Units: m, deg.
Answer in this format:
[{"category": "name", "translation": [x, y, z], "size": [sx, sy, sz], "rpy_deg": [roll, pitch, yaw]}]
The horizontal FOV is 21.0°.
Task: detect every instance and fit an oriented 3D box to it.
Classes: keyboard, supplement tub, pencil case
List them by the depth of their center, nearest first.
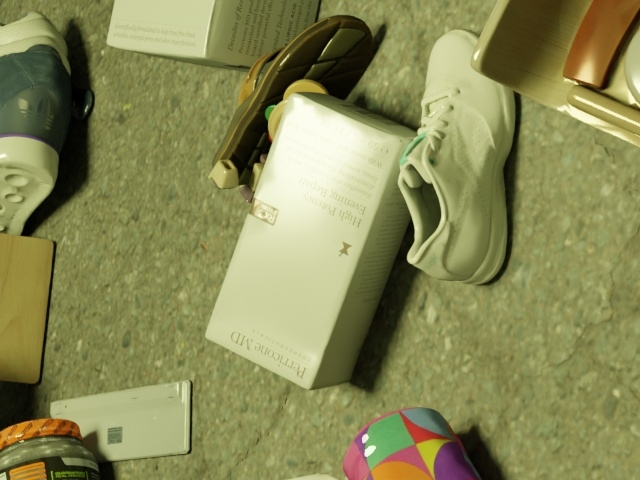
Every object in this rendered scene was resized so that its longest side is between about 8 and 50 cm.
[{"category": "pencil case", "translation": [0.104, 0.238, 1.317], "size": [0.104, 0.104, 0.236], "rpy_deg": [-54, 47, 29]}, {"category": "supplement tub", "translation": [-0.274, 0.284, 1.749], "size": [0.117, 0.117, 0.190], "rpy_deg": [-36, 57, 41]}, {"category": "keyboard", "translation": [-0.210, 0.191, 1.779], "size": [0.256, 0.014, 0.072], "rpy_deg": [-14, 77, 49]}]

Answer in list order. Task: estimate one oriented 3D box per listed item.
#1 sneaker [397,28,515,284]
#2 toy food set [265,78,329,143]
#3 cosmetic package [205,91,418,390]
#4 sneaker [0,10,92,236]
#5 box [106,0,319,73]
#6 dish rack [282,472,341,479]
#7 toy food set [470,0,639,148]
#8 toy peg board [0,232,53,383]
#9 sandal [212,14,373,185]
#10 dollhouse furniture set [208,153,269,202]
[{"category": "sneaker", "translation": [0.100, -0.074, 1.384], "size": [0.080, 0.094, 0.212], "rpy_deg": [-19, 68, 49]}, {"category": "toy food set", "translation": [-0.008, -0.102, 1.538], "size": [0.082, 0.083, 0.020], "rpy_deg": [-43, 28, 37]}, {"category": "cosmetic package", "translation": [0.000, 0.000, 1.472], "size": [0.117, 0.085, 0.231], "rpy_deg": [25, 102, 24]}, {"category": "sneaker", "translation": [-0.383, -0.128, 1.982], "size": [0.323, 0.130, 0.236], "rpy_deg": [-33, 48, 48]}, {"category": "box", "translation": [-0.095, -0.255, 1.642], "size": [0.181, 0.119, 0.182], "rpy_deg": [15, 94, 52]}, {"category": "dish rack", "translation": [-0.029, 0.377, 1.469], "size": [0.285, 0.072, 0.333], "rpy_deg": [-19, 68, 47]}, {"category": "toy food set", "translation": [0.269, -0.153, 1.118], "size": [0.306, 0.092, 0.220], "rpy_deg": [29, 96, 33]}, {"category": "toy peg board", "translation": [-0.392, 0.071, 1.920], "size": [0.079, 0.160, 0.161], "rpy_deg": [173, 104, -66]}, {"category": "sandal", "translation": [-0.035, -0.133, 1.576], "size": [0.219, 0.090, 0.060], "rpy_deg": [-52, 49, 41]}, {"category": "dollhouse furniture set", "translation": [-0.044, -0.012, 1.570], "size": [0.114, 0.091, 0.081], "rpy_deg": [54, 139, 38]}]
